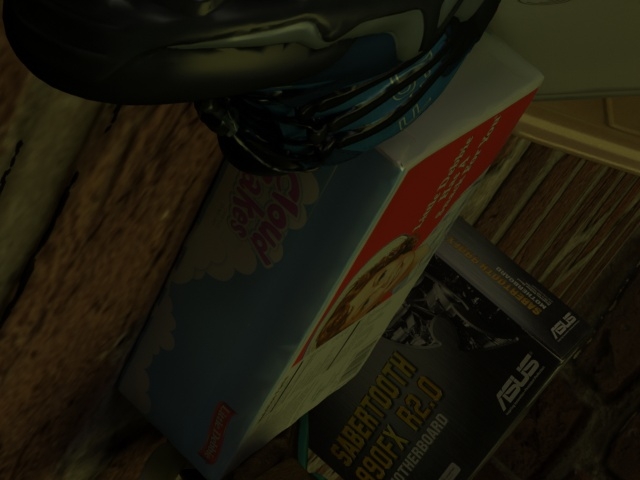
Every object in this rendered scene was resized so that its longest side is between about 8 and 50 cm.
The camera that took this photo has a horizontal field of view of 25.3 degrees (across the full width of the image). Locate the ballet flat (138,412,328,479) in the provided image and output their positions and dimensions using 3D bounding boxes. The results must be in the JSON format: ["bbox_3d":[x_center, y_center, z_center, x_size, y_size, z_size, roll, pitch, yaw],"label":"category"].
[{"bbox_3d":[-0.054,0.171,0.874,0.342,0.124,0.116,-118,-150,-75],"label":"ballet flat"}]

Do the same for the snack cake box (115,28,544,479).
[{"bbox_3d":[0.000,0.000,0.799,0.152,0.089,0.264,-31,158,-47],"label":"snack cake box"}]

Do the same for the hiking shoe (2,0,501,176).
[{"bbox_3d":[-0.005,-0.070,0.510,0.304,0.113,0.132,-26,145,-58],"label":"hiking shoe"}]

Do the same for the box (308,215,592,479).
[{"bbox_3d":[0.063,0.088,1.039,0.056,0.183,0.231,-35,162,-48],"label":"box"}]

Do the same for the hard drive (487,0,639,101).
[{"bbox_3d":[0.218,-0.137,0.855,0.353,0.233,0.047,19,69,-78],"label":"hard drive"}]

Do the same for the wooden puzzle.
[{"bbox_3d":[0.294,-0.130,1.113,0.239,0.221,0.044,-41,-138,50],"label":"wooden puzzle"}]
